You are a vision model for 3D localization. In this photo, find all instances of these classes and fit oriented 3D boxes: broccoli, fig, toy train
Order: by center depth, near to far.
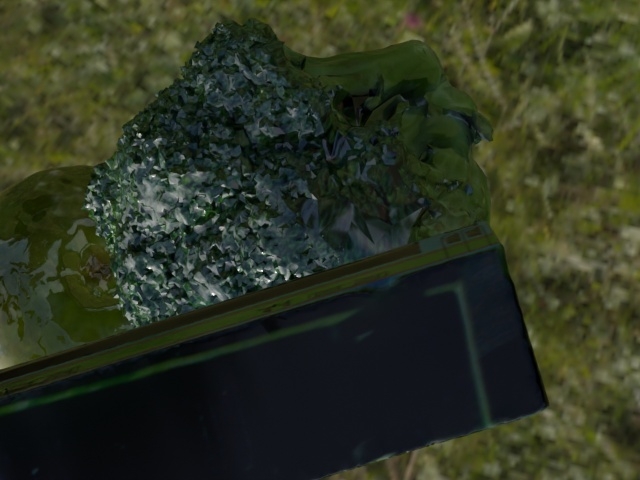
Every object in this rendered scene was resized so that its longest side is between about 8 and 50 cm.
[{"bbox_3d":[-0.051,0.047,0.419,0.209,0.042,0.044,-17,102,4],"label":"toy train"},{"bbox_3d":[0.000,0.000,0.962,0.265,0.245,0.295,14,131,35],"label":"broccoli"},{"bbox_3d":[-0.223,0.080,1.506,0.233,0.233,0.314,17,147,7],"label":"fig"}]
